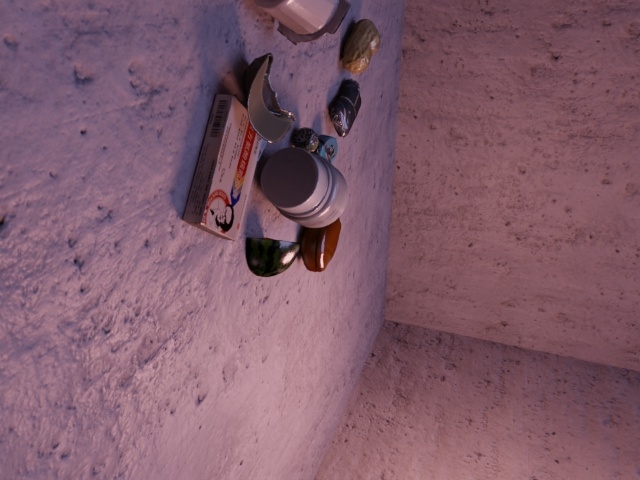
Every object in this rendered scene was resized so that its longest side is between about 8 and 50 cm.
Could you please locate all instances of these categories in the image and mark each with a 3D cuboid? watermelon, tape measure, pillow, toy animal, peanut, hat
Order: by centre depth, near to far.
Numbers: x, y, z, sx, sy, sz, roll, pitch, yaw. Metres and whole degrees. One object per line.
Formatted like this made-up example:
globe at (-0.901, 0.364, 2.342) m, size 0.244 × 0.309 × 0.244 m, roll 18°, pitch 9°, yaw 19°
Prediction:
hat at (-0.178, -0.394, 1.395) m, size 0.245 × 0.149 × 0.214 m, roll -52°, pitch 135°, yaw -40°
watermelon at (-0.176, 0.044, 1.649) m, size 0.193 × 0.137 × 0.145 m, roll -40°, pitch 168°, yaw 12°
toy animal at (-0.056, -0.373, 1.815) m, size 0.137 × 0.098 × 0.098 m, roll -85°, pitch -178°, yaw -85°
tape measure at (0.016, -0.373, 2.050) m, size 0.125 × 0.081 × 0.146 m, roll -49°, pitch 145°, yaw -27°
peanut at (0.185, -0.875, 2.227) m, size 0.152 × 0.152 × 0.313 m, roll 74°, pitch 33°, yaw -52°
pillow at (0.119, -0.605, 2.233) m, size 0.161 × 0.092 × 0.335 m, roll 75°, pitch 29°, yaw -43°

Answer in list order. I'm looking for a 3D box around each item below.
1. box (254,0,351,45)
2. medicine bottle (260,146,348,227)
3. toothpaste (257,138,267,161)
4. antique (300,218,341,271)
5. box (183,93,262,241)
box at (-0.073, -0.743, 1.405) m, size 0.206 × 0.262 × 0.291 m, roll -7°, pitch 95°, yaw -60°
medicine bottle at (-0.052, -0.180, 1.685) m, size 0.306 × 0.245 × 0.245 m, roll 22°, pitch 77°, yaw -71°
toothpaste at (-0.188, -0.317, 1.531) m, size 0.034 × 0.046 × 0.164 m, roll 67°, pitch 36°, yaw -54°
antique at (0.000, 0.000, 2.108) m, size 0.223 × 0.129 × 0.278 m, roll 69°, pitch 34°, yaw -55°
box at (-0.258, -0.192, 1.361) m, size 0.214 × 0.069 × 0.353 m, roll 38°, pitch 65°, yaw -69°
